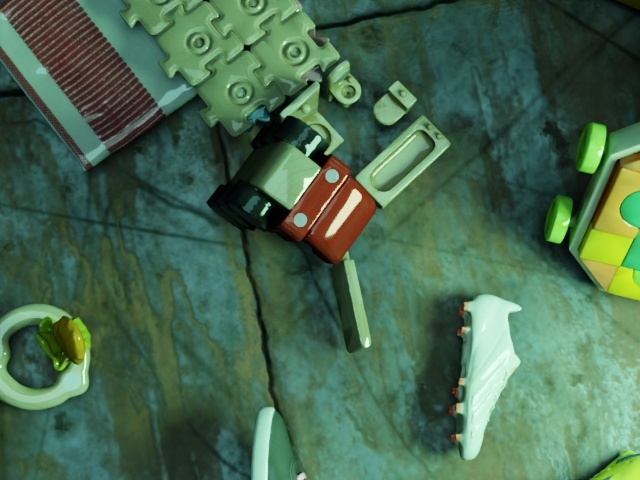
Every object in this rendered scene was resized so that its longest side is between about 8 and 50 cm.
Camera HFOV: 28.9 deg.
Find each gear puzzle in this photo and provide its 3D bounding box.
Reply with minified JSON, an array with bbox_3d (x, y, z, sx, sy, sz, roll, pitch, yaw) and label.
[{"bbox_3d":[-0.142,-0.283,1.471,0.175,0.044,0.339,-38,79,-5],"label":"gear puzzle"}]

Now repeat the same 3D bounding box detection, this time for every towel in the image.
[{"bbox_3d":[-0.218,-0.267,1.503,0.329,0.037,0.237,-37,81,-6],"label":"towel"}]

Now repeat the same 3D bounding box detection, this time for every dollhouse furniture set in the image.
[{"bbox_3d":[0.055,-0.129,1.454,0.144,0.123,0.151,-43,85,-6],"label":"dollhouse furniture set"}]

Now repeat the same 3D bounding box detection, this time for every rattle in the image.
[{"bbox_3d":[-0.365,0.138,1.407,0.200,0.143,0.130,2,101,-7],"label":"rattle"}]

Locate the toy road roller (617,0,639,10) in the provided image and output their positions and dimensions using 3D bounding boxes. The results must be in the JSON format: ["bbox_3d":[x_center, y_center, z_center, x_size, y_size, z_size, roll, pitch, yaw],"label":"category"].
[{"bbox_3d":[0.337,-0.432,1.442,0.330,0.240,0.202,25,83,2],"label":"toy road roller"}]

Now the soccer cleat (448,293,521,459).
[{"bbox_3d":[0.194,0.160,1.448,0.076,0.068,0.196,7,79,-3],"label":"soccer cleat"}]

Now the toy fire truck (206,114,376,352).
[{"bbox_3d":[0.000,0.000,1.402,0.246,0.217,0.158,37,82,-11],"label":"toy fire truck"}]

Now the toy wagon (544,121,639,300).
[{"bbox_3d":[0.409,-0.056,1.361,0.267,0.344,0.068,13,48,0],"label":"toy wagon"}]

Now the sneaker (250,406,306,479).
[{"bbox_3d":[0.005,0.327,1.390,0.147,0.104,0.295,-9,80,5],"label":"sneaker"}]

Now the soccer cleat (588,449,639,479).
[{"bbox_3d":[0.336,0.305,1.433,0.289,0.093,0.121,-9,52,2],"label":"soccer cleat"}]
